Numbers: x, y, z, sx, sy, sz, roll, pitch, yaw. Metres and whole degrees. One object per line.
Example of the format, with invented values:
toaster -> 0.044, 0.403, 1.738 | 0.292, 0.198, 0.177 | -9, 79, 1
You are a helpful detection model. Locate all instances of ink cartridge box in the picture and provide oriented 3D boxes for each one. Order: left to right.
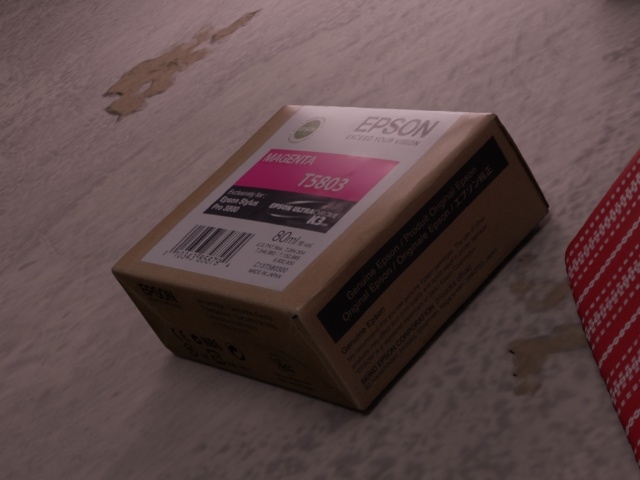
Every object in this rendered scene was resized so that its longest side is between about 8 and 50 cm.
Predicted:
ink cartridge box -> 0.000, 0.000, 0.960 | 0.193, 0.088, 0.234 | -46, 29, -24

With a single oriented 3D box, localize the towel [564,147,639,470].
towel -> 0.204, 0.008, 0.706 | 0.199, 0.031, 0.275 | -56, 18, 23
